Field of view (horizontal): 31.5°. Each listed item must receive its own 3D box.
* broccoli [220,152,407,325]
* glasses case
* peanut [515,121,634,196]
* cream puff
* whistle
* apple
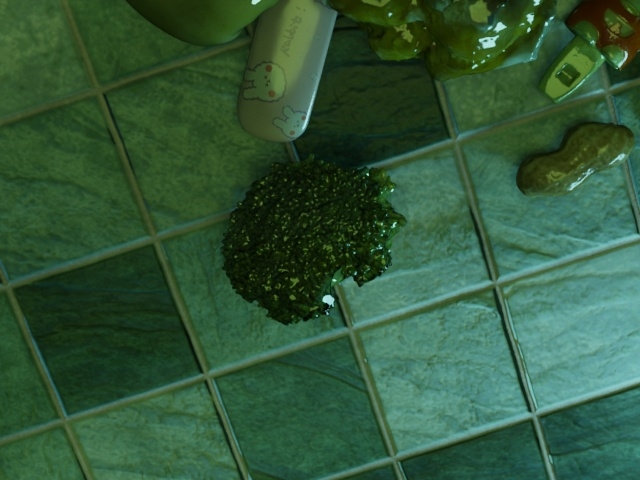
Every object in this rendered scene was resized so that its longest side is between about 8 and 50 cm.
[{"bbox_3d":[-0.009,-0.011,1.698,0.288,0.260,0.235,13,129,38],"label":"broccoli"},{"bbox_3d":[-0.045,-0.292,1.691,0.113,0.075,0.296,14,105,-5],"label":"glasses case"},{"bbox_3d":[0.394,-0.127,1.765,0.193,0.089,0.089,-30,106,5],"label":"peanut"},{"bbox_3d":[0.163,-0.393,1.595,0.378,0.275,0.378,2,78,-11],"label":"cream puff"},{"bbox_3d":[0.435,-0.325,1.694,0.131,0.106,0.288,40,100,-7],"label":"whistle"},{"bbox_3d":[-0.165,-0.401,1.560,0.262,0.262,0.262,-1,107,-3],"label":"apple"}]
